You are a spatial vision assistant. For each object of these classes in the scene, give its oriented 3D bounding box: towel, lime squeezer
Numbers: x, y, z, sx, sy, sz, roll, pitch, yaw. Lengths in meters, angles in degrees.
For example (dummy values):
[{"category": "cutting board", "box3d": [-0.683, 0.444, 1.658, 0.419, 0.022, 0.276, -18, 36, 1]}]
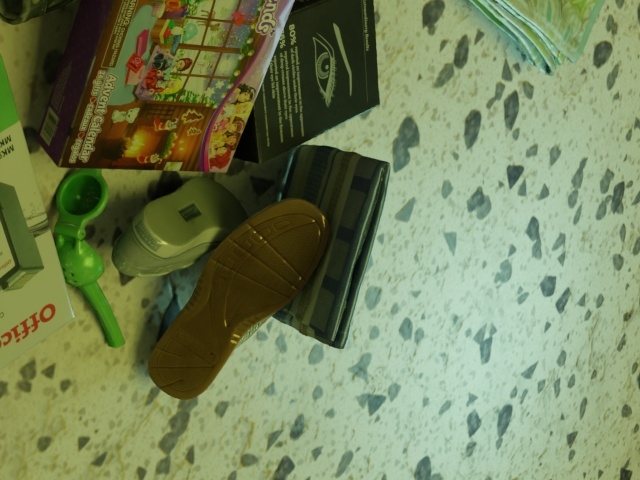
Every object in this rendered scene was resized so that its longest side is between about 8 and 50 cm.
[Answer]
[{"category": "towel", "box3d": [0.000, 0.000, 1.686, 0.034, 0.285, 0.209, 15, 92, -20]}, {"category": "towel", "box3d": [0.312, -0.442, 2.008, 0.320, 0.090, 0.374, 31, 80, -52]}, {"category": "lime squeezer", "box3d": [-0.227, -0.021, 1.561, 0.110, 0.059, 0.310, -15, 115, -46]}]

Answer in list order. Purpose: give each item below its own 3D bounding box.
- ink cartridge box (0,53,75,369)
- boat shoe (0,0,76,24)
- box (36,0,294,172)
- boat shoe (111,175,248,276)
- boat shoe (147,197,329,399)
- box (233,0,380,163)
[{"category": "ink cartridge box", "box3d": [-0.358, -0.009, 1.355, 0.211, 0.121, 0.289, -37, 131, -35]}, {"category": "boat shoe", "box3d": [-0.262, -0.326, 1.313, 0.119, 0.121, 0.335, -47, 146, -32]}, {"category": "box", "box3d": [-0.134, -0.202, 1.459, 0.201, 0.057, 0.293, -1, 125, -39]}, {"category": "boat shoe", "box3d": [-0.155, -0.010, 1.633, 0.081, 0.079, 0.227, -39, 174, 23]}, {"category": "boat shoe", "box3d": [-0.089, 0.051, 1.672, 0.277, 0.098, 0.096, -48, -174, 20]}, {"category": "box", "box3d": [-0.040, -0.195, 1.671, 0.207, 0.108, 0.153, -28, 124, -41]}]
